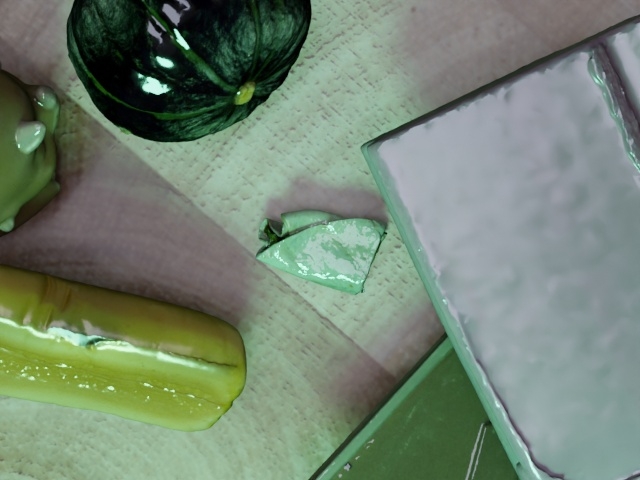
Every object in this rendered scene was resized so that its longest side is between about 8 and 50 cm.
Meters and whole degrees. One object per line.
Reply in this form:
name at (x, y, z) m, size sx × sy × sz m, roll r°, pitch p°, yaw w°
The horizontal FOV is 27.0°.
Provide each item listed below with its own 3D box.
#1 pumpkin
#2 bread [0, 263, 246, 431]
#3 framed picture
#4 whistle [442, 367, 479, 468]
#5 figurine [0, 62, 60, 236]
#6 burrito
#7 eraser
pumpkin at (-0.111, -0.183, 1.158) m, size 0.220 × 0.220 × 0.162 m, roll -39°, pitch 80°, yaw 4°
bread at (-0.221, 0.092, 1.216) m, size 0.305 × 0.142 × 0.091 m, roll 14°, pitch 50°, yaw -14°
framed picture at (0.156, 0.207, 1.228) m, size 0.240 × 0.020 × 0.324 m, roll 45°, pitch 80°, yaw -11°
whistle at (0.155, 0.276, 1.269) m, size 0.068 × 0.057 × 0.326 m, roll -13°, pitch 94°, yaw 2°
figurine at (-0.349, -0.070, 1.177) m, size 0.247 × 0.173 × 0.177 m, roll -12°, pitch 75°, yaw 0°
burrito at (-0.001, 0.004, 1.258) m, size 0.118 × 0.044 × 0.074 m, roll 16°, pitch 92°, yaw -2°
eraser at (0.229, 0.022, 1.152) m, size 0.272 × 0.122 × 0.359 m, roll -25°, pitch 96°, yaw -2°
